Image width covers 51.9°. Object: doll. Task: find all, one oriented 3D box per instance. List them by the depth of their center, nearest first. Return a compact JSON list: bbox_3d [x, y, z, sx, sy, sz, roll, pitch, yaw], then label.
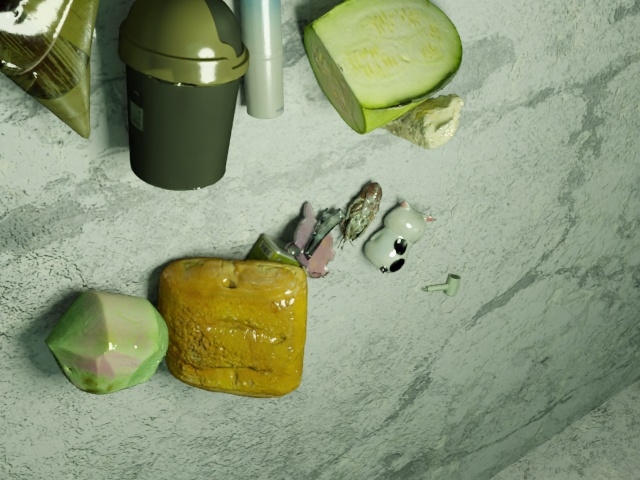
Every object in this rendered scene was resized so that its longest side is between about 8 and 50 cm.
[{"bbox_3d":[0.191,-0.006,1.647,0.110,0.107,0.181,29,96,-21],"label":"doll"}]

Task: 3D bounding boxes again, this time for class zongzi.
[{"bbox_3d":[-0.365,-0.340,0.983,0.289,0.154,0.317,-50,151,-6],"label":"zongzi"}]

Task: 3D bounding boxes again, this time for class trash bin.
[{"bbox_3d":[-0.229,-0.267,1.111,0.214,0.214,0.334,-12,130,-27],"label":"trash bin"}]

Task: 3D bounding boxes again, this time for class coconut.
[{"bbox_3d":[-0.429,0.204,1.313,0.235,0.236,0.205,6,82,-36],"label":"coconut"}]

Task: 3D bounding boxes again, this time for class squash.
[{"bbox_3d":[0.155,-0.372,1.284,0.309,0.234,0.210,-30,175,-6],"label":"squash"}]

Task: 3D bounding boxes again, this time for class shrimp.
[{"bbox_3d":[0.092,-0.053,1.568,0.074,0.073,0.190,32,107,-11],"label":"shrimp"}]

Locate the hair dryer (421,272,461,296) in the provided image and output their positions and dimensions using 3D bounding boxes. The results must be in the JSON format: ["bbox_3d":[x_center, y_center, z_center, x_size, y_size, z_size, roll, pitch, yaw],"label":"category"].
[{"bbox_3d":[0.345,0.131,1.898,0.124,0.038,0.063,-3,121,-24],"label":"hair dryer"}]

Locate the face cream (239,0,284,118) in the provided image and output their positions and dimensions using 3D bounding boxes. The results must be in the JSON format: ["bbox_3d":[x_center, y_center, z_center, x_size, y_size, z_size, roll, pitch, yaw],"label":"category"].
[{"bbox_3d":[-0.108,-0.355,1.220,0.077,0.077,0.250,-17,129,-24],"label":"face cream"}]

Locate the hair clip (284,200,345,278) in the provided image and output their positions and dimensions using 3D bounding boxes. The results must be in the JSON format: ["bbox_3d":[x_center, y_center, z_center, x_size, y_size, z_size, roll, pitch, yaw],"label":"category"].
[{"bbox_3d":[-0.006,0.000,1.502,0.146,0.056,0.187,53,53,-33],"label":"hair clip"}]

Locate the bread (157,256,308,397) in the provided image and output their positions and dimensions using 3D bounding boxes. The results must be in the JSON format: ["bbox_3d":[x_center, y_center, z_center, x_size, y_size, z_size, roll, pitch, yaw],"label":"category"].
[{"bbox_3d":[-0.193,0.200,1.417,0.327,0.148,0.337,6,119,-1],"label":"bread"}]

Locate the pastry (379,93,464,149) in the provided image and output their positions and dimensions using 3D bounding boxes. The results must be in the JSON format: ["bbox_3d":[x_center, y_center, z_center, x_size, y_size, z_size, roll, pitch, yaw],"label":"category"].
[{"bbox_3d":[0.199,-0.265,1.373,0.089,0.258,0.121,39,85,-40],"label":"pastry"}]

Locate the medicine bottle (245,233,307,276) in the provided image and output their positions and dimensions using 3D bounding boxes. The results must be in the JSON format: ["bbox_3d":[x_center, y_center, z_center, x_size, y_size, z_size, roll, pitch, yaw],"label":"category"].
[{"bbox_3d":[-0.122,0.095,1.518,0.132,0.088,0.188,24,105,-43],"label":"medicine bottle"}]
